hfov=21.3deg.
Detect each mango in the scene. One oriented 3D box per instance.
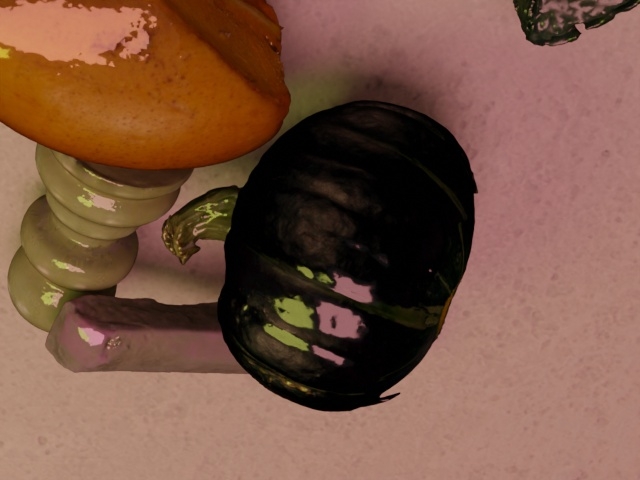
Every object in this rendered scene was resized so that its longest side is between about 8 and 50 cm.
[{"bbox_3d":[-0.180,-0.165,1.441,0.350,0.201,0.199,10,90,-30],"label":"mango"}]

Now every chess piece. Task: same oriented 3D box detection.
[{"bbox_3d":[-0.226,-0.015,1.625,0.144,0.144,0.251,17,131,-15],"label":"chess piece"}]

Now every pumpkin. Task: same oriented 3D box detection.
[{"bbox_3d":[0.000,0.000,1.562,0.296,0.296,0.296,-1,128,-2],"label":"pumpkin"}]

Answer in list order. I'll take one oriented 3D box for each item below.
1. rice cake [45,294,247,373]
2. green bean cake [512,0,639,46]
[{"bbox_3d":[-0.073,0.097,1.683,0.399,0.064,0.070,3,130,-27],"label":"rice cake"},{"bbox_3d":[0.218,-0.294,1.441,0.193,0.107,0.208,-25,124,19],"label":"green bean cake"}]
